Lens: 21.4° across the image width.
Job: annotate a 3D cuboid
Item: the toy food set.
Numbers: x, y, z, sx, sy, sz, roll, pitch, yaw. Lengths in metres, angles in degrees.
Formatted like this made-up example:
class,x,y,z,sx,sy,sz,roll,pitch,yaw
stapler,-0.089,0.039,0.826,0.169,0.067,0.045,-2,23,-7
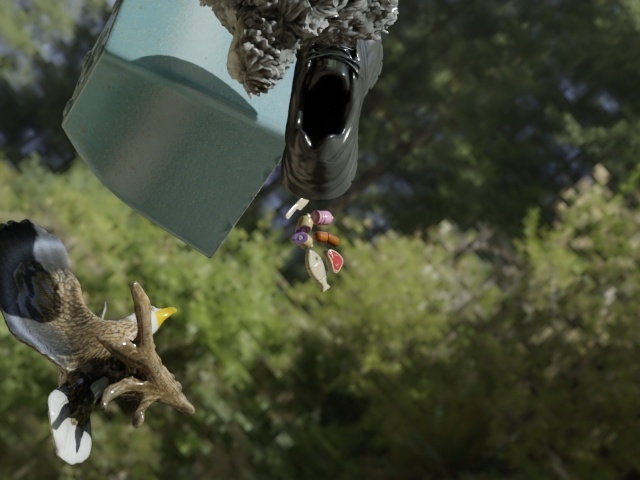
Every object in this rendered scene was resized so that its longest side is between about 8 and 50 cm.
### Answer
class,x,y,z,sx,sy,sz,roll,pitch,yaw
toy food set,0.000,0.000,2.257,0.019,0.078,0.122,-6,-58,44

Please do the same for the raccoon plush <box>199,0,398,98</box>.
class,x,y,z,sx,sy,sz,roll,pitch,yaw
raccoon plush,-0.010,-0.258,1.194,0.446,0.216,0.299,-148,-142,-75

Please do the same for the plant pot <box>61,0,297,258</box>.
class,x,y,z,sx,sy,sz,roll,pitch,yaw
plant pot,-0.180,-0.180,2.150,0.252,0.248,0.247,25,-48,-13

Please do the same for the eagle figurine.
class,x,y,z,sx,sy,sz,roll,pitch,yaw
eagle figurine,-0.272,0.120,1.968,0.298,0.225,0.226,20,-82,43

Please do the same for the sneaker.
class,x,y,z,sx,sy,sz,roll,pitch,yaw
sneaker,0.017,-0.192,1.918,0.109,0.286,0.130,4,-24,1
